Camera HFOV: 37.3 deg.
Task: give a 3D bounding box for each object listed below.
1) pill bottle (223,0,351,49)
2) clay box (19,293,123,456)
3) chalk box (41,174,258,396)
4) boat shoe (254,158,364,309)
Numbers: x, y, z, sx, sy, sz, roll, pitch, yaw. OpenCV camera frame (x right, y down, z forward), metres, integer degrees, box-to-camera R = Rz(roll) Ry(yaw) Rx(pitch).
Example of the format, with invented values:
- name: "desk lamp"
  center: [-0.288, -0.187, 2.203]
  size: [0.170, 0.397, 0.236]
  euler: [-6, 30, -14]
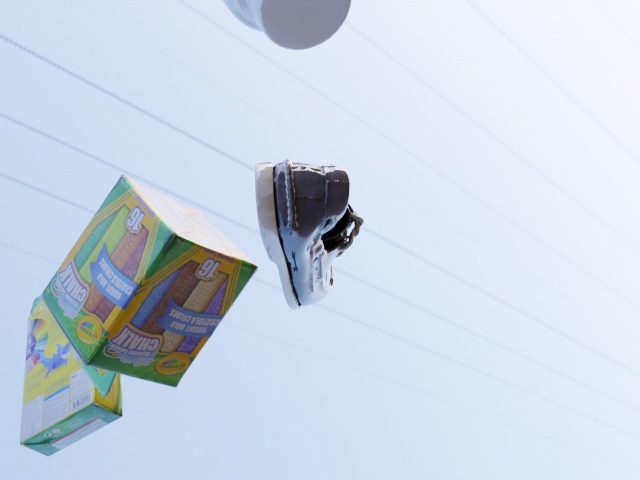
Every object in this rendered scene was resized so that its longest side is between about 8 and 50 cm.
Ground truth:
- name: "pill bottle"
  center: [-0.046, -0.252, 0.850]
  size: [0.112, 0.112, 0.186]
  euler: [33, -162, -43]
- name: "clay box"
  center: [-0.308, 0.141, 1.183]
  size: [0.053, 0.127, 0.222]
  euler: [41, -151, -41]
- name: "chalk box"
  center: [-0.197, 0.064, 1.013]
  size: [0.132, 0.132, 0.213]
  euler: [27, -80, -49]
- name: "boat shoe"
  center: [0.000, 0.000, 0.678]
  size: [0.206, 0.065, 0.075]
  euler: [71, -167, -69]
